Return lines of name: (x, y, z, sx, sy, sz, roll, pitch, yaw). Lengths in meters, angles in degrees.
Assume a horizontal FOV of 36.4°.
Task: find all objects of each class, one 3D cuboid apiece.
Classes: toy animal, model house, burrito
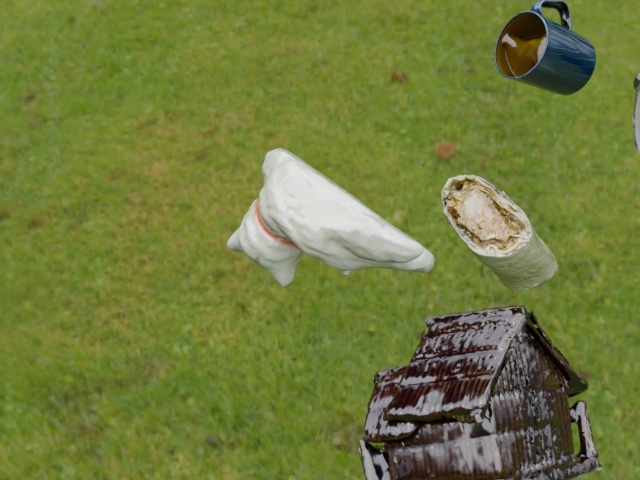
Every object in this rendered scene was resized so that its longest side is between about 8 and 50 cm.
toy animal: (0.000, 0.000, 1.445, 0.308, 0.266, 0.188, 39, 85, 6)
model house: (0.223, 0.250, 1.498, 0.317, 0.282, 0.297, -16, -8, 36)
burrito: (0.303, -0.003, 1.628, 0.105, 0.299, 0.143, -45, 59, 6)

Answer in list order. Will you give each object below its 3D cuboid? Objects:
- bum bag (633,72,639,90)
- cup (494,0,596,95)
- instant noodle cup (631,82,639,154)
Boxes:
bum bag: (0.576, -0.197, 1.410, 0.144, 0.095, 0.340, 35, 25, 33)
cup: (0.391, -0.328, 1.644, 0.138, 0.150, 0.113, 11, 22, -37)
instant noodle cup: (0.436, -0.120, 0.932, 0.207, 0.217, 0.217, -19, 37, -18)
